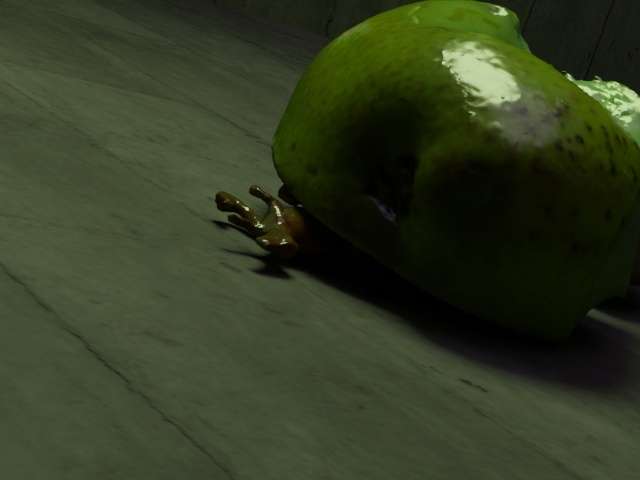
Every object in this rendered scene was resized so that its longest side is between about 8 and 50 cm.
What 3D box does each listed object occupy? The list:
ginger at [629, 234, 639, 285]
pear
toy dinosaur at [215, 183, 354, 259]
[{"bbox_3d":[0.202,-0.038,1.375,0.221,0.130,0.275,12,8,26],"label":"ginger"},{"bbox_3d":[0.106,-0.063,1.106,0.286,0.176,0.282,30,14,6],"label":"pear"},{"bbox_3d":[0.000,0.000,1.090,0.162,0.039,0.126,21,13,-31],"label":"toy dinosaur"}]
